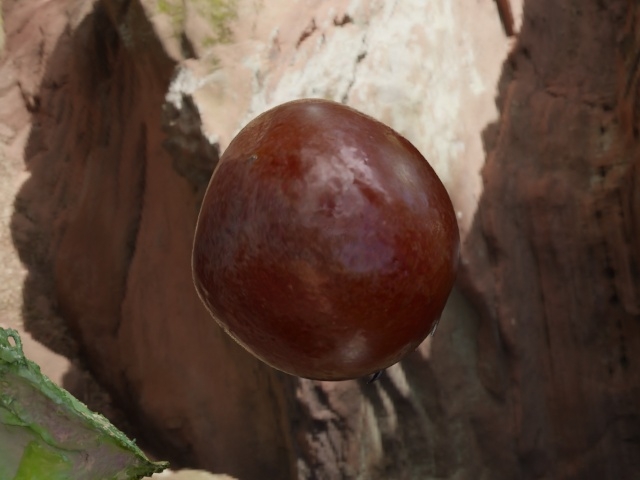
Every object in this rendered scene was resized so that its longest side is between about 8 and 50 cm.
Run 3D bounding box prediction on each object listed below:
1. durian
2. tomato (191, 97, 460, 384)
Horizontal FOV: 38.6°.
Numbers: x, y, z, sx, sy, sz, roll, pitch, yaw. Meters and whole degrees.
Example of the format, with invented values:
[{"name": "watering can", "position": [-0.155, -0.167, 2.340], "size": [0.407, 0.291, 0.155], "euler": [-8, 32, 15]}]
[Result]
[{"name": "durian", "position": [-0.156, 0.032, 0.335], "size": [0.215, 0.100, 0.086], "euler": [42, 34, -17]}, {"name": "tomato", "position": [0.000, 0.000, 0.526], "size": [0.167, 0.167, 0.167], "euler": [31, 55, -57]}]
